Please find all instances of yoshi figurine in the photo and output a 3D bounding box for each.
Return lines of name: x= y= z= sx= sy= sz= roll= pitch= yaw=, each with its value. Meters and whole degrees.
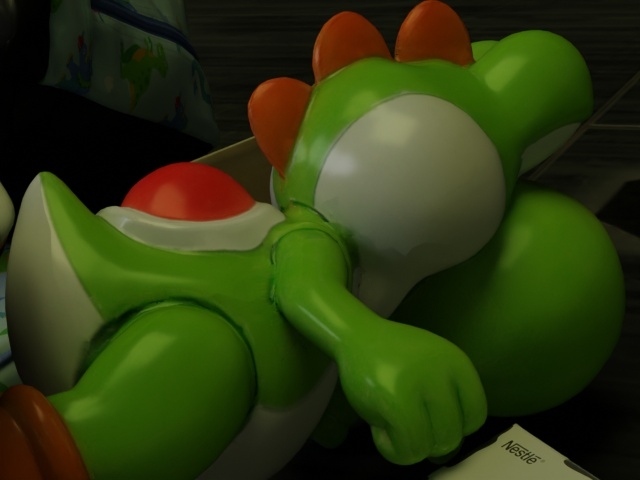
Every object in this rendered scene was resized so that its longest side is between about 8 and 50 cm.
yoshi figurine: x=0.004 y=0.056 z=0.849 sx=0.362 sy=0.203 sz=0.203 roll=-38 pitch=52 yaw=-23

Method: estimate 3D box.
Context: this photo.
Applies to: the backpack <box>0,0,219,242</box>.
backpack: x=-0.203 y=-0.098 z=1.137 sx=0.290 sy=0.273 sz=0.355 roll=-23 pitch=-23 yaw=23

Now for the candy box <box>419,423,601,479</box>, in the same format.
candy box: x=0.041 y=0.161 z=0.679 sx=0.196 sy=0.070 sz=0.165 roll=-28 pitch=27 yaw=-19

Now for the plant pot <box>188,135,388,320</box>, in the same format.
plant pot: x=0.000 y=0.000 z=1.051 sx=0.109 sy=0.096 sz=0.109 roll=-23 pitch=25 yaw=-23

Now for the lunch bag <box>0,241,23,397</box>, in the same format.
lunch bag: x=-0.204 y=0.080 z=0.979 sx=0.176 sy=0.090 sz=0.219 roll=11 pitch=32 yaw=41

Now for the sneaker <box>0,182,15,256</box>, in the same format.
sneaker: x=-0.199 y=0.008 z=0.780 sx=0.321 sy=0.126 sz=0.127 roll=-2 pitch=65 yaw=62
